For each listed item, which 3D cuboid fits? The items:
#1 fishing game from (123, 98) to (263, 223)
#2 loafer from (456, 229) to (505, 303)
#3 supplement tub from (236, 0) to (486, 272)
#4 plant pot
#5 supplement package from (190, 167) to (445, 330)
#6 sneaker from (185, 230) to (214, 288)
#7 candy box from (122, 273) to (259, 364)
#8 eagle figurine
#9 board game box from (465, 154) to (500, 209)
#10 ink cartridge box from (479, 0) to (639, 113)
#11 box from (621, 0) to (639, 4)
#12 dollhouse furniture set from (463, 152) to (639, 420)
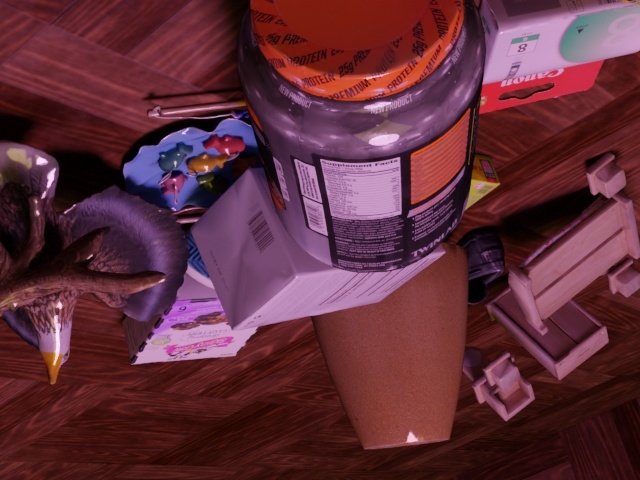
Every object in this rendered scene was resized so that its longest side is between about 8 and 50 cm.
[{"bbox_3d":[-0.120,-0.072,1.137,0.189,0.041,0.264,-6,155,-22],"label":"fishing game"},{"bbox_3d":[0.217,0.065,1.592,0.076,0.078,0.223,-6,153,-22],"label":"loafer"},{"bbox_3d":[0.039,-0.122,0.933,0.207,0.207,0.338,-16,155,-3],"label":"supplement tub"},{"bbox_3d":[0.102,0.153,1.433,0.237,0.254,0.237,-6,168,-1],"label":"plant pot"},{"bbox_3d":[0.000,0.000,1.208,0.244,0.139,0.134,-8,156,-44],"label":"supplement package"},{"bbox_3d":[-0.079,0.042,1.300,0.228,0.087,0.092,15,154,-28],"label":"sneaker"},{"bbox_3d":[-0.161,0.094,1.419,0.165,0.070,0.196,-2,151,-29],"label":"candy box"},{"bbox_3d":[-0.273,0.035,1.080,0.225,0.226,0.298,-59,-178,2],"label":"eagle figurine"},{"bbox_3d":[0.133,-0.048,1.344,0.092,0.043,0.181,5,147,-39],"label":"board game box"},{"bbox_3d":[0.245,-0.189,1.111,0.181,0.056,0.225,-13,153,-8],"label":"ink cartridge box"},{"bbox_3d":[0.247,-0.262,0.948,0.169,0.059,0.054,0,148,-33],"label":"box"},{"bbox_3d":[0.300,0.046,1.553,0.303,0.174,0.355,-37,138,-8],"label":"dollhouse furniture set"}]
